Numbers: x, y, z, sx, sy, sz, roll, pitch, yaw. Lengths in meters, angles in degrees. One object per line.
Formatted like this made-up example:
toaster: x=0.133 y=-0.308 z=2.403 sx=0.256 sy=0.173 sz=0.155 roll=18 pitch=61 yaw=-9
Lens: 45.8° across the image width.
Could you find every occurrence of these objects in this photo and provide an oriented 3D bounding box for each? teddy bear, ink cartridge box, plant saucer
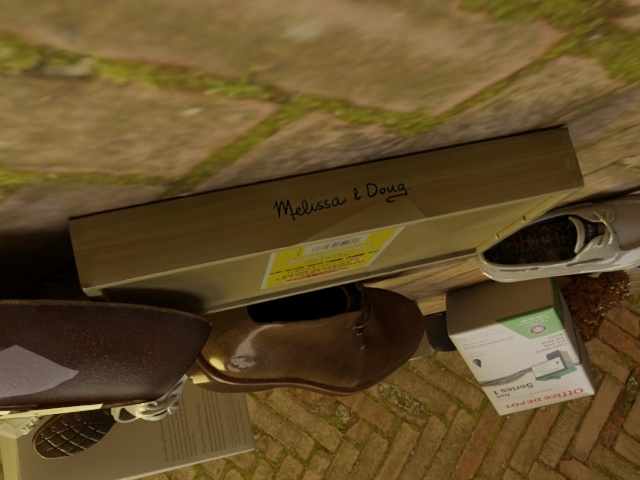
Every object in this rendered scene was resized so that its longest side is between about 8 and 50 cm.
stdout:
teddy bear: x=0.437 y=0.107 z=1.366 sx=0.245 sy=0.113 sz=0.338 roll=-14 pitch=178 yaw=35
ink cartridge box: x=0.306 y=0.157 z=1.149 sx=0.160 sy=0.092 sz=0.219 roll=-20 pitch=127 yaw=23
plant saucer: x=-0.222 y=0.085 z=0.466 sx=0.311 sy=0.050 sz=0.310 roll=-5 pitch=168 yaw=-1

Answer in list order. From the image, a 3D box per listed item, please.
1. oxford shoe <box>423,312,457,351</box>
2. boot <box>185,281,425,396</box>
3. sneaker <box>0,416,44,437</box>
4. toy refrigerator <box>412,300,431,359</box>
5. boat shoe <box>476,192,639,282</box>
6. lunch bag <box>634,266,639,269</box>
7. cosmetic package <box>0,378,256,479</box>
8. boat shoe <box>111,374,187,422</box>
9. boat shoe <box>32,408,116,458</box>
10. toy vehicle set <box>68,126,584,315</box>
oxford shoe: x=0.261 y=0.178 z=1.540 sx=0.212 sy=0.076 sz=0.076 roll=7 pitch=-162 yaw=-36
boot: x=0.020 y=0.081 z=0.720 sx=0.305 sy=0.112 sz=0.115 roll=2 pitch=150 yaw=-46
sneaker: x=-0.397 y=0.233 z=1.028 sx=0.152 sy=0.061 sz=0.053 roll=-16 pitch=166 yaw=4
toy refrigerator: x=0.060 y=0.139 z=1.039 sx=0.102 sy=0.094 sz=0.269 roll=-19 pitch=168 yaw=21
boat shoe: x=0.227 y=-0.005 z=0.662 sx=0.184 sy=0.066 sz=0.063 roll=-7 pitch=171 yaw=15
lunch bag: x=0.417 y=-0.004 z=0.759 sx=0.293 sy=0.138 sz=0.221 roll=-10 pitch=175 yaw=32
cosmetic package: x=-0.318 y=0.311 z=1.235 sx=0.366 sy=0.155 sz=0.197 roll=-7 pitch=166 yaw=-28
boat shoe: x=-0.202 y=0.177 z=0.931 sx=0.095 sy=0.084 sz=0.258 roll=-7 pitch=167 yaw=-28
boat shoe: x=-0.326 y=0.244 z=1.070 sx=0.178 sy=0.064 sz=0.060 roll=-33 pitch=-157 yaw=-35
toy vehicle set: x=0.000 y=0.000 z=0.459 sx=0.267 sy=0.035 sz=0.166 roll=-12 pitch=168 yaw=-12
